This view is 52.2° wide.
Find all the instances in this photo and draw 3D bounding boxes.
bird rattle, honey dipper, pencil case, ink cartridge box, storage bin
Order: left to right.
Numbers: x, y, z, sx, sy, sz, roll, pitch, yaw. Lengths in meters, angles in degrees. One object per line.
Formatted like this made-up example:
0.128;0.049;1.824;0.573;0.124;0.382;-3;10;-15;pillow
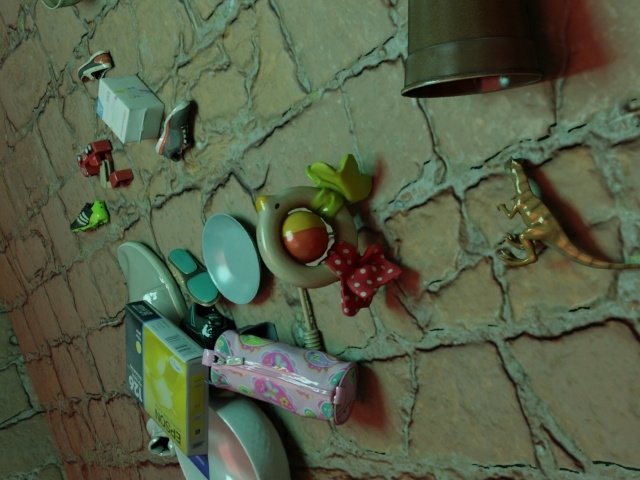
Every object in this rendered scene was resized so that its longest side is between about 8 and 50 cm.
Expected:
-0.418;-0.287;1.448;0.143;0.090;0.092;46;134;24;ink cartridge box
-0.338;0.324;1.413;0.304;0.072;0.307;24;115;46;ink cartridge box
-0.145;0.240;1.364;0.091;0.098;0.135;-3;103;59;storage bin
-0.072;0.247;1.199;0.284;0.124;0.124;12;116;22;pencil case
-0.029;0.129;1.233;0.030;0.030;0.160;-6;99;49;honey dipper
0.000;0.000;1.032;0.143;0.207;0.253;164;96;-68;bird rattle

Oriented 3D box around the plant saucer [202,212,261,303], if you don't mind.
-0.175;0.034;1.349;0.195;0.037;0.194;20;119;41;plant saucer

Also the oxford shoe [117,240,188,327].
-0.407;0.203;1.606;0.169;0.130;0.449;-39;74;50;oxford shoe

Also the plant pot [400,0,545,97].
0.172;-0.262;0.767;0.167;0.167;0.165;1;97;48;plant pot

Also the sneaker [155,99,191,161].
-0.293;-0.228;1.375;0.065;0.061;0.158;35;135;-2;sneaker

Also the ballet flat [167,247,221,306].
-0.279;0.095;1.466;0.206;0.073;0.067;46;151;41;ballet flat

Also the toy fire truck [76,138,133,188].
-0.556;-0.184;1.674;0.192;0.047;0.135;-22;90;50;toy fire truck

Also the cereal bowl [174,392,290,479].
-0.182;0.474;1.453;0.339;0.141;0.338;21;119;42;cereal bowl

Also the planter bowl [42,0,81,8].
-0.564;-0.607;1.466;0.162;0.109;0.162;21;120;42;planter bowl

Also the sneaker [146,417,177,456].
-0.424;0.524;1.758;0.232;0.115;0.090;-4;102;48;sneaker

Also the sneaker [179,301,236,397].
-0.243;0.228;1.429;0.267;0.101;0.106;51;124;44;sneaker

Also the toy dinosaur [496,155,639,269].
0.280;-0.010;0.811;0.211;0.064;0.112;53;136;18;toy dinosaur

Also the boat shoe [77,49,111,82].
-0.543;-0.409;1.572;0.137;0.049;0.043;-21;91;45;boat shoe

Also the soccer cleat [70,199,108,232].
-0.644;-0.066;1.818;0.179;0.060;0.072;-16;84;43;soccer cleat
